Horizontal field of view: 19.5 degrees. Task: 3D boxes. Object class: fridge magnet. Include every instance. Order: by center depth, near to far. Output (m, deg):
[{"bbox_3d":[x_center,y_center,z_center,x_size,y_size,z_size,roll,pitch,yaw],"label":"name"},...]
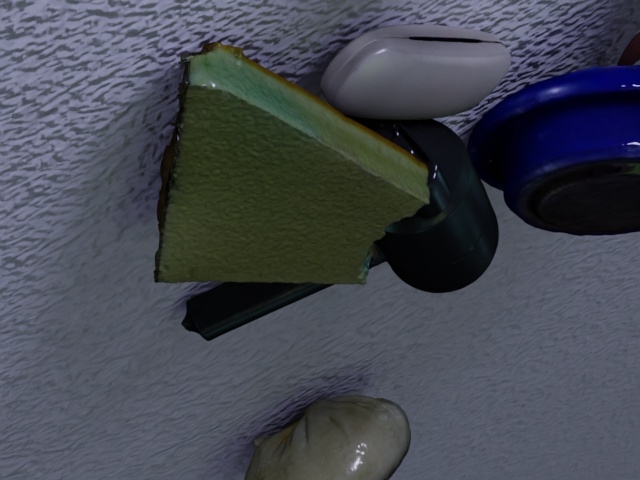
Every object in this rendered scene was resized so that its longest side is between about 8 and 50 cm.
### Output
[{"bbox_3d":[0.269,-0.082,1.729,0.265,0.112,0.265,-1,158,0],"label":"fridge magnet"}]

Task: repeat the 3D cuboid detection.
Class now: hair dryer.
[{"bbox_3d":[0.000,0.000,1.641,0.302,0.116,0.244,-28,155,5],"label":"hair dryer"}]

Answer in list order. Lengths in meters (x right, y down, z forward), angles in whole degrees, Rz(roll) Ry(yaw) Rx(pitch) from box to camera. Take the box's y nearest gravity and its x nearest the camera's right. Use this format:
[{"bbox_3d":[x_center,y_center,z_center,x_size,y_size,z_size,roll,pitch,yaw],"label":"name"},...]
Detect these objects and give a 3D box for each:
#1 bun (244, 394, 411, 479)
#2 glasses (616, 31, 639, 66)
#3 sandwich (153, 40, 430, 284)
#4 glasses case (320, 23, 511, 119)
[{"bbox_3d":[-0.006,0.245,2.085,0.222,0.127,0.222,-42,-175,5],"label":"bun"},{"bbox_3d":[0.373,-0.224,1.757,0.234,0.118,0.268,-29,177,-14],"label":"glasses"},{"bbox_3d":[-0.016,-0.057,1.439,0.212,0.063,0.245,1,144,-12],"label":"sandwich"},{"bbox_3d":[0.080,-0.137,1.520,0.204,0.051,0.081,-3,143,-50],"label":"glasses case"}]
